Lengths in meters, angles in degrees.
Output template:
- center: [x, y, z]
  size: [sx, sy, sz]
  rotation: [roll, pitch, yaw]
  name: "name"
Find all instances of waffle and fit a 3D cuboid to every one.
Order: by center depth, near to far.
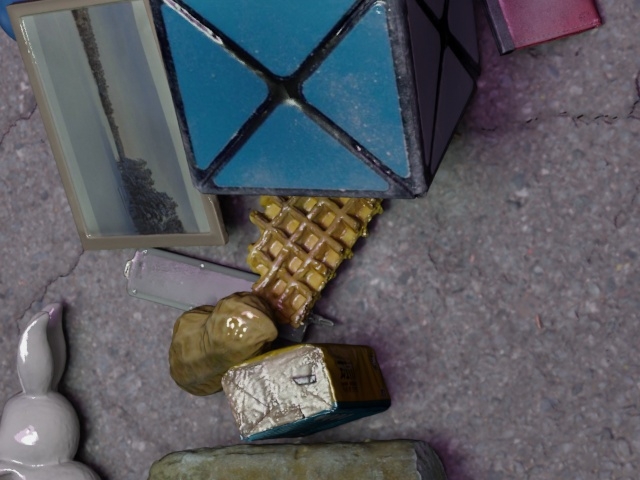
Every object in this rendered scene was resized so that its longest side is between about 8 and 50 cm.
- center: [0.000, 0.000, 1.940]
  size: [0.160, 0.046, 0.192]
  rotation: [-1, 76, 17]
  name: "waffle"

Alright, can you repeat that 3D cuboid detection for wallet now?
- center: [0.200, -0.311, 1.879]
  size: [0.119, 0.025, 0.232]
  rotation: [-16, 81, -18]
  name: "wallet"

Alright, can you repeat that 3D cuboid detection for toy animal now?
- center: [-0.322, 0.185, 2.032]
  size: [0.131, 0.104, 0.221]
  rotation: [-14, 83, 19]
  name: "toy animal"

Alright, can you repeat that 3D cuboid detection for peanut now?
- center: [-0.103, 0.105, 1.934]
  size: [0.093, 0.083, 0.194]
  rotation: [63, 145, 11]
  name: "peanut"

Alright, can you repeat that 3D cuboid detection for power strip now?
- center: [-0.098, 0.060, 1.997]
  size: [0.252, 0.027, 0.060]
  rotation: [15, 92, 19]
  name: "power strip"

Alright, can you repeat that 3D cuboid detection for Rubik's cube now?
- center: [0.005, -0.203, 1.807]
  size: [0.259, 0.255, 0.260]
  rotation: [0, 124, 22]
  name: "Rubik's cube"

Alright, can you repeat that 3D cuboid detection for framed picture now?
- center: [-0.218, -0.127, 1.960]
  size: [0.213, 0.016, 0.289]
  rotation: [-2, 112, 37]
  name: "framed picture"

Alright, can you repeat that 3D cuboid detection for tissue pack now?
- center: [-0.013, 0.154, 1.891]
  size: [0.120, 0.169, 0.082]
  rotation: [-20, 79, 19]
  name: "tissue pack"

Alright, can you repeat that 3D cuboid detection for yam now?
- center: [-0.018, 0.264, 1.880]
  size: [0.330, 0.133, 0.133]
  rotation: [1, 89, 8]
  name: "yam"

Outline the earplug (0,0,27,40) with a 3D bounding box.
- center: [-0.240, -0.239, 2.010]
  size: [0.273, 0.132, 0.132]
  rotation: [22, 95, 22]
  name: "earplug"
